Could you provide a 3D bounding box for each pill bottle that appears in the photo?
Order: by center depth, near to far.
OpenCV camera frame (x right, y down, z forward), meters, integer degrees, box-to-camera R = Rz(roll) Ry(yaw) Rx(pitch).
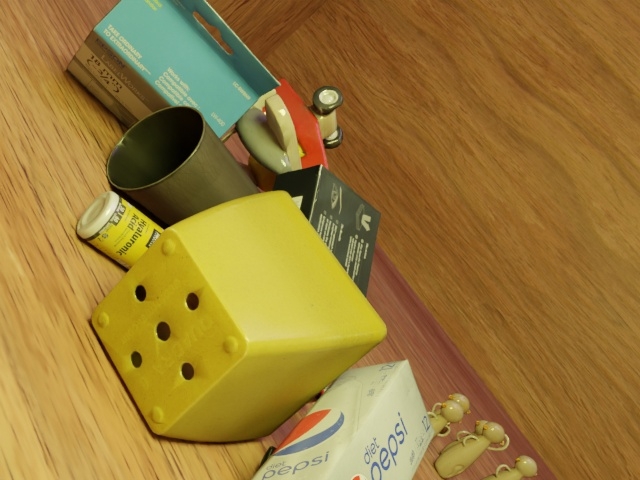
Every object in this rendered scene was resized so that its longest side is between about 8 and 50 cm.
[{"bbox_3d":[-0.226,-0.001,0.759,0.116,0.065,0.065,42,13,-35],"label":"pill bottle"}]

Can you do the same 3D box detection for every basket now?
[{"bbox_3d":[-0.178,-0.071,0.961,0.204,0.154,0.227,14,-24,44],"label":"basket"}]

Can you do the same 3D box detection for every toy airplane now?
[{"bbox_3d":[-0.068,-0.095,1.184,0.384,0.272,0.386,-105,-172,-71],"label":"toy airplane"}]

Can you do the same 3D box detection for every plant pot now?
[{"bbox_3d":[-0.100,0.083,0.655,0.212,0.212,0.187,54,22,20],"label":"plant pot"}]

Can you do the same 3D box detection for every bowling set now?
[{"bbox_3d":[0.283,0.378,1.278,0.287,0.154,0.200,45,12,-24],"label":"bowling set"}]

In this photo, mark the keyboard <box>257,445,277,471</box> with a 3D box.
[{"bbox_3d":[0.013,0.287,0.675,0.180,0.023,0.108,32,35,-5],"label":"keyboard"}]

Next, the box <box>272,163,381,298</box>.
[{"bbox_3d":[0.000,0.000,0.917,0.158,0.093,0.156,35,58,-42],"label":"box"}]

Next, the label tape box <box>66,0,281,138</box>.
[{"bbox_3d":[-0.248,-0.259,0.998,0.240,0.106,0.334,45,-24,-22],"label":"label tape box"}]

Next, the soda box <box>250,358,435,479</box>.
[{"bbox_3d":[0.020,0.225,0.614,0.286,0.091,0.098,-35,106,-59],"label":"soda box"}]

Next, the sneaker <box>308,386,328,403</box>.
[{"bbox_3d":[-0.028,0.176,0.938,0.270,0.090,0.145,74,12,-65],"label":"sneaker"}]
